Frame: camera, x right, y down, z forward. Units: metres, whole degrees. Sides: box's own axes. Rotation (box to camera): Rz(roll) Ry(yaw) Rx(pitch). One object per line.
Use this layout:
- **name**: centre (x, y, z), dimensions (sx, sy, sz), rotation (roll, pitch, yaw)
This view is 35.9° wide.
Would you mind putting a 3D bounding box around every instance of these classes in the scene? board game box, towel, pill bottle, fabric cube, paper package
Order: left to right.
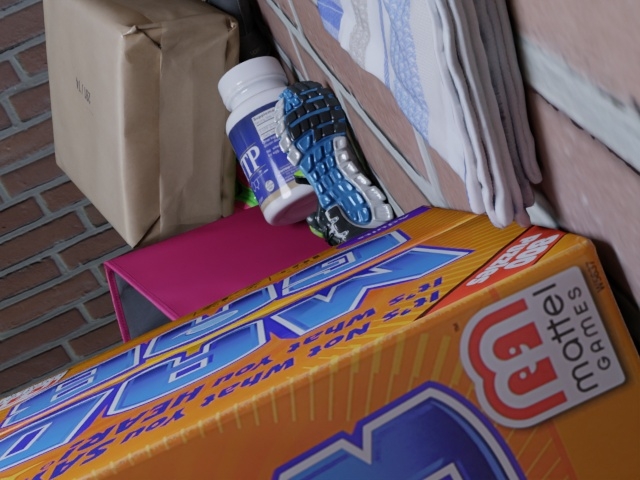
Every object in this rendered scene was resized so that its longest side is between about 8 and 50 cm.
- **paper package**: centre (-0.255, -0.195, 1.382), dimensions (0.325, 0.168, 0.310), rotation (39, 132, 49)
- **fabric cube**: centre (-0.080, 0.130, 1.225), dimensions (0.254, 0.258, 0.259), rotation (27, 132, 52)
- **pill bottle**: centre (-0.051, -0.123, 1.204), dimensions (0.112, 0.112, 0.187), rotation (78, 167, -76)
- **board game box**: centre (0.007, 0.217, 0.580), dimensions (0.356, 0.356, 0.356), rotation (-142, 27, -83)
- **towel**: centre (0.022, -0.153, 0.498), dimensions (0.285, 0.034, 0.209), rotation (-118, 6, -53)

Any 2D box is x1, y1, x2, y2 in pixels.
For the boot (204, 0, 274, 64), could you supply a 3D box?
- **boot**: centre (-0.140, -0.345, 1.338), dimensions (0.189, 0.076, 0.208), rotation (45, 171, 38)

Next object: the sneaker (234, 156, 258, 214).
- **sneaker**: centre (-0.093, -0.145, 1.518), dimensions (0.202, 0.185, 0.483), rotation (9, -155, -38)

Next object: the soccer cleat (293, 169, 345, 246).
- **soccer cleat**: centre (0.030, -0.009, 1.057), dimensions (0.060, 0.072, 0.179), rotation (76, 169, -73)

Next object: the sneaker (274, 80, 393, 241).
- **sneaker**: centre (0.012, -0.069, 0.990), dimensions (0.083, 0.071, 0.191), rotation (55, -170, -77)
